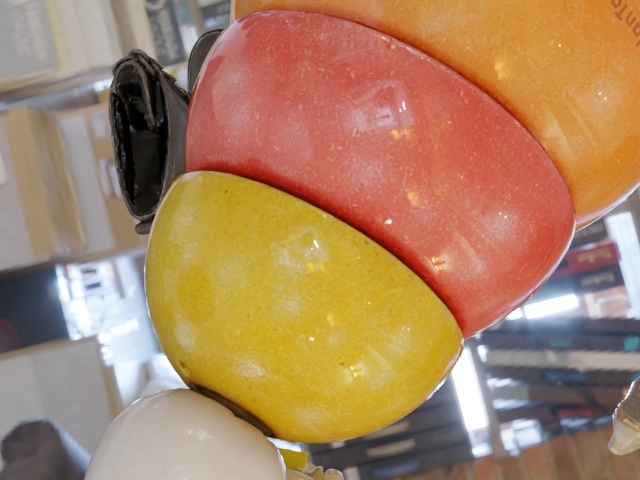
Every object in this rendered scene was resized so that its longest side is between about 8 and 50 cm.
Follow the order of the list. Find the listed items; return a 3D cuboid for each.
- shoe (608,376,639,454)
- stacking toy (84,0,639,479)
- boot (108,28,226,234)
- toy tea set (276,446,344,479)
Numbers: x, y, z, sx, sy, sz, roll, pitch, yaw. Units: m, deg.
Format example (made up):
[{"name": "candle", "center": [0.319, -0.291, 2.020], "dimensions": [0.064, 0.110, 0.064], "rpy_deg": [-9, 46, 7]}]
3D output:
[{"name": "shoe", "center": [0.434, 0.230, 1.464], "dimensions": [0.219, 0.077, 0.058], "rpy_deg": [-12, 124, -54]}, {"name": "stacking toy", "center": [0.000, 0.000, 0.695], "dimensions": [0.480, 0.351, 0.350], "rpy_deg": [-56, 153, -20]}, {"name": "boot", "center": [-0.107, -0.105, 0.939], "dimensions": [0.229, 0.091, 0.262], "rpy_deg": [41, 37, -65]}, {"name": "toy tea set", "center": [0.083, 0.270, 0.898], "dimensions": [0.124, 0.336, 0.200], "rpy_deg": [-56, 155, -72]}]
